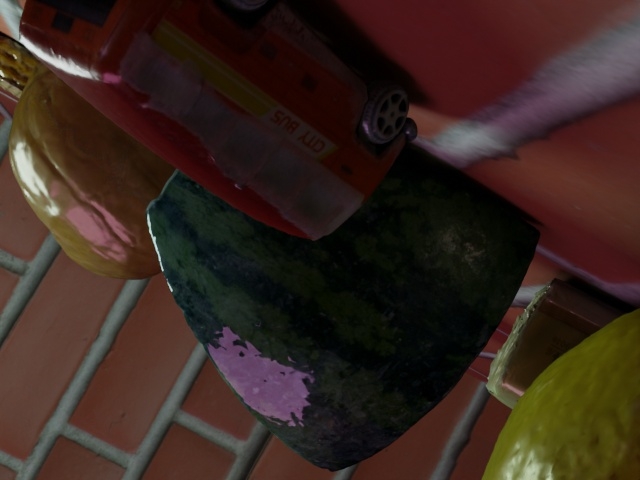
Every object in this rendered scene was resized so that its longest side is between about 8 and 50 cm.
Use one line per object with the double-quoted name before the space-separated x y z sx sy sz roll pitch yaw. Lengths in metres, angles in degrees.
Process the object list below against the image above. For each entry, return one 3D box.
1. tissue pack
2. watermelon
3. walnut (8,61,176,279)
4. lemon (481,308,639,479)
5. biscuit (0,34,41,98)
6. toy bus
"tissue pack" 0.281 0.141 1.142 0.234 0.125 0.159 29 174 6
"watermelon" -0.017 0.031 1.044 0.283 0.250 0.292 35 171 -8
"walnut" -0.180 -0.075 1.113 0.222 0.195 0.195 50 165 -24
"lemon" 0.257 0.194 0.768 0.348 0.348 0.348 28 174 3
"biscuit" -0.276 -0.151 1.590 0.378 0.054 0.094 31 173 -18
"toy bus" -0.051 -0.092 0.722 0.121 0.120 0.265 26 173 38
